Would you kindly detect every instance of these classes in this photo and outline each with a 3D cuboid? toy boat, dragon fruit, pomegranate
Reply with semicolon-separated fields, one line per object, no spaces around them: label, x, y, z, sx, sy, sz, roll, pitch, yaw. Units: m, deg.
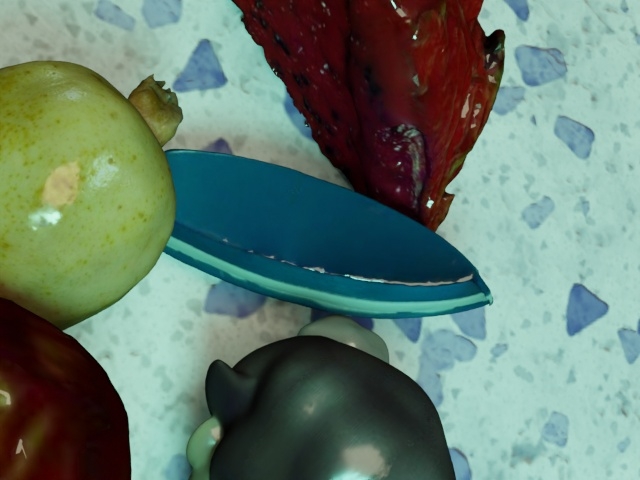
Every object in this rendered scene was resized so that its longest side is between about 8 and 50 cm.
toy boat;0.000;0.000;1.015;0.299;0.062;0.096;17;66;0
dragon fruit;0.047;-0.152;1.087;0.302;0.240;0.330;-30;114;-53
pomegranate;-0.200;-0.027;0.907;0.207;0.207;0.207;5;76;-22

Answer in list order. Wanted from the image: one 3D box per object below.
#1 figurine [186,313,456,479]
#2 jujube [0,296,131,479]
figurine;-0.052;0.233;0.951;0.365;0.206;0.218;-44;73;-2
jujube;-0.308;0.152;0.774;0.376;0.276;0.277;9;74;-12
